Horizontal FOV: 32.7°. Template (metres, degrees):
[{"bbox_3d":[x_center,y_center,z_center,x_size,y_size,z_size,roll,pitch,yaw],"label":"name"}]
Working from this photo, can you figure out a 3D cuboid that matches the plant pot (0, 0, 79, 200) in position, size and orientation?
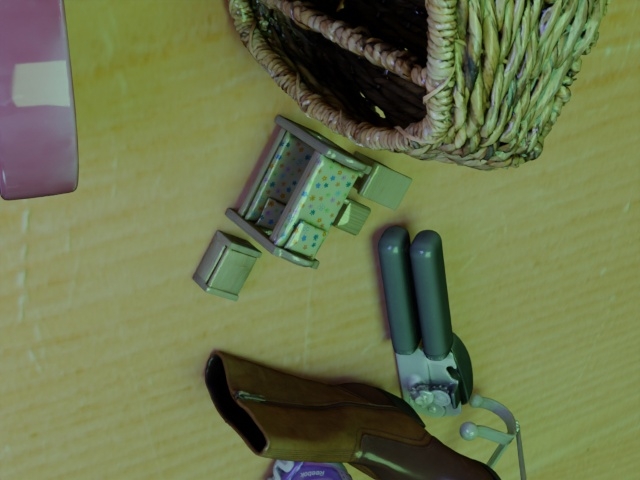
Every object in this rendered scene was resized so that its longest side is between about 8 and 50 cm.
[{"bbox_3d":[-0.268,-0.122,0.744,0.180,0.201,0.201,-6,120,-16],"label":"plant pot"}]

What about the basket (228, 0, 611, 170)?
[{"bbox_3d":[0.031,-0.187,0.843,0.223,0.299,0.213,11,109,-43],"label":"basket"}]

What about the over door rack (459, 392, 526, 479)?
[{"bbox_3d":[0.160,0.342,1.246,0.108,0.324,0.239,24,107,-12],"label":"over door rack"}]

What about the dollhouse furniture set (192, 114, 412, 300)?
[{"bbox_3d":[0.000,0.000,1.062,0.161,0.101,0.182,20,102,-42],"label":"dollhouse furniture set"}]

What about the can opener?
[{"bbox_3d":[0.118,0.095,1.241,0.093,0.074,0.280,-61,147,-42],"label":"can opener"}]

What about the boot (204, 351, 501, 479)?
[{"bbox_3d":[0.044,0.214,1.110,0.280,0.264,0.096,23,111,-44],"label":"boot"}]

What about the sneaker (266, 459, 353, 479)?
[{"bbox_3d":[-0.037,0.335,1.228,0.095,0.104,0.236,26,99,-44],"label":"sneaker"}]
